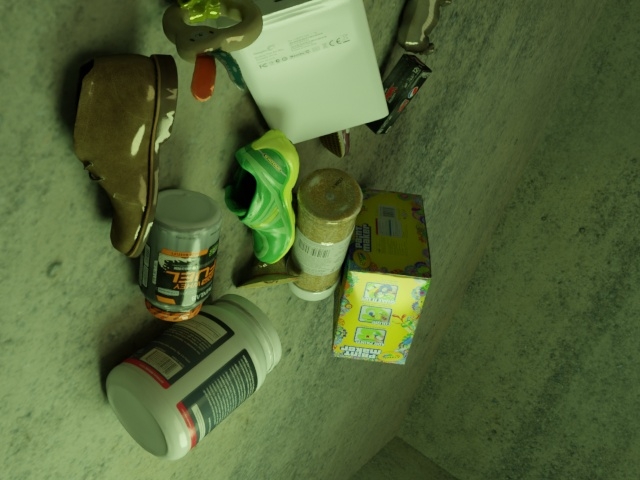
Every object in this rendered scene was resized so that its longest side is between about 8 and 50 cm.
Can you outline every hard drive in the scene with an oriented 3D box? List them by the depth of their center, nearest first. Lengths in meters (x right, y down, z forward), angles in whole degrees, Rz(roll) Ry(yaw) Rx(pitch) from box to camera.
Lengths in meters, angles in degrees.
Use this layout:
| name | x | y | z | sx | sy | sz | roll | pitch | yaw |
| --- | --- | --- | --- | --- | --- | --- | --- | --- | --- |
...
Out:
| name | x | y | z | sx | sy | sz | roll | pitch | yaw |
| --- | --- | --- | --- | --- | --- | --- | --- | --- | --- |
| hard drive | -0.014 | -0.268 | 1.056 | 0.203 | 0.040 | 0.307 | -15 | 154 | 7 |

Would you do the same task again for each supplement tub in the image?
| name | x | y | z | sx | sy | sz | roll | pitch | yaw |
| --- | --- | --- | --- | --- | --- | --- | --- | --- | --- |
| supplement tub | -0.220 | 0.026 | 1.049 | 0.117 | 0.117 | 0.190 | -31 | 143 | -46 |
| supplement tub | -0.219 | 0.235 | 1.200 | 0.272 | 0.191 | 0.191 | -37 | 148 | -39 |

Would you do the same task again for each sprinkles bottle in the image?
| name | x | y | z | sx | sy | sz | roll | pitch | yaw |
| --- | --- | --- | --- | --- | --- | --- | --- | --- | --- |
| sprinkles bottle | 0.000 | 0.000 | 1.348 | 0.121 | 0.121 | 0.355 | -47 | 166 | -25 |

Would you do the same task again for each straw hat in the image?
| name | x | y | z | sx | sy | sz | roll | pitch | yaw |
| --- | --- | --- | --- | --- | --- | --- | --- | --- | --- |
| straw hat | -0.103 | 0.057 | 1.358 | 0.144 | 0.145 | 0.061 | 3 | 77 | -63 |

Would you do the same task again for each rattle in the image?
| name | x | y | z | sx | sy | sz | roll | pitch | yaw |
| --- | --- | --- | --- | --- | --- | --- | --- | --- | --- |
| rattle | -0.128 | -0.277 | 0.793 | 0.199 | 0.130 | 0.142 | -86 | -165 | -48 |

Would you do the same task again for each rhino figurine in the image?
| name | x | y | z | sx | sy | sz | roll | pitch | yaw |
| --- | --- | --- | --- | --- | --- | --- | --- | --- | --- |
| rhino figurine | 0.216 | -0.488 | 1.347 | 0.106 | 0.073 | 0.243 | -30 | 142 | -52 |

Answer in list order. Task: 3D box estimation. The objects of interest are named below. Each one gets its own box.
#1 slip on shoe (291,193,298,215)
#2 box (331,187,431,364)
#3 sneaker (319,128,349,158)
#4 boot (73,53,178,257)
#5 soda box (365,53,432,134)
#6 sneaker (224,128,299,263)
| name | x | y | z | sx | sy | sz | roll | pitch | yaw |
| --- | --- | --- | --- | --- | --- | --- | --- | --- | --- |
| slip on shoe | -0.021 | -0.082 | 1.390 | 0.135 | 0.051 | 0.041 | -16 | 139 | -47 |
| box | 0.132 | 0.079 | 1.552 | 0.289 | 0.177 | 0.279 | -86 | -176 | -50 |
| sneaker | 0.042 | -0.237 | 1.305 | 0.084 | 0.070 | 0.185 | -44 | 153 | -18 |
| boot | -0.266 | -0.103 | 0.878 | 0.115 | 0.112 | 0.305 | -3 | 131 | -26 |
| soda box | 0.155 | -0.304 | 1.408 | 0.169 | 0.060 | 0.053 | -52 | 161 | 29 |
| sneaker | -0.112 | -0.070 | 1.195 | 0.124 | 0.109 | 0.295 | -20 | 142 | -21 |
